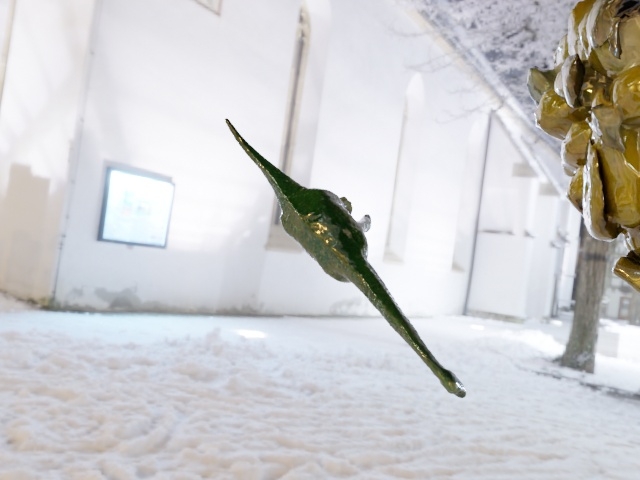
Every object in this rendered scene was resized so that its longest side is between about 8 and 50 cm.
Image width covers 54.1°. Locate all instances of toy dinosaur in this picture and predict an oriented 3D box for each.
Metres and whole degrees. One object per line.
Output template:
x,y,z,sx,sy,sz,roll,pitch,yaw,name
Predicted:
0.000,0.000,0.775,0.447,0.087,0.301,40,15,4,toy dinosaur

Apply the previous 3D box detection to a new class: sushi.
0.336,-0.122,0.547,0.328,0.285,0.329,45,23,-18,sushi
